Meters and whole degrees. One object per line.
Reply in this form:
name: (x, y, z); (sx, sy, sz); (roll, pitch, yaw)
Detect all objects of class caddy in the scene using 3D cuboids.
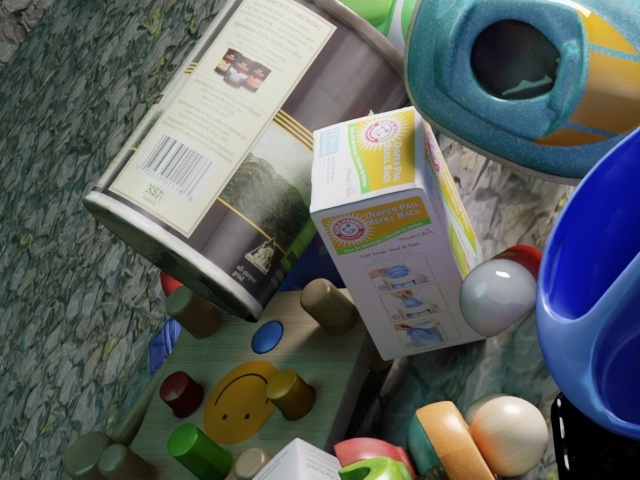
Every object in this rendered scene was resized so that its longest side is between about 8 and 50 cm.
caddy: (0.293, -0.004, 1.103); (0.341, 0.179, 0.241); (-41, 43, 13)

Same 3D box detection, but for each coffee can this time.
coffee can: (-0.065, -0.090, 1.683); (0.275, 0.201, 0.201); (-55, 23, -9)

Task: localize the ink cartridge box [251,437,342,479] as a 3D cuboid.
ink cartridge box: (0.017, 0.281, 1.509); (0.082, 0.140, 0.190); (-48, 28, 24)

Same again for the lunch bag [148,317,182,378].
lunch bag: (-0.159, 0.133, 2.110); (0.065, 0.067, 0.098); (-53, 26, 22)

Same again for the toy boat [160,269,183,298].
toy boat: (-0.120, -0.015, 2.084); (0.231, 0.151, 0.151); (-43, 30, 37)

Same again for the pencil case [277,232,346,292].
pencil case: (0.000, 0.000, 1.864); (0.306, 0.119, 0.133); (-30, 55, 49)

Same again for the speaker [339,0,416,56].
speaker: (0.082, -0.231, 1.939); (0.296, 0.131, 0.131); (6, 71, 65)

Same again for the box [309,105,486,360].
box: (0.072, -0.005, 1.599); (0.103, 0.203, 0.114); (-13, 44, 15)

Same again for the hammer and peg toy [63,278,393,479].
hammer and peg toy: (-0.111, 0.157, 1.772); (0.361, 0.127, 0.266); (-3, 55, 41)

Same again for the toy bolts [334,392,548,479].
toy bolts: (0.121, 0.210, 1.414); (0.158, 0.218, 0.228); (-29, 11, 1)

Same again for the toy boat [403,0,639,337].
toy boat: (0.184, -0.079, 1.478); (0.148, 0.267, 0.318); (-34, -43, -69)

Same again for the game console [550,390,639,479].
game console: (0.256, 0.175, 1.263); (0.213, 0.044, 0.361); (-47, 28, 35)
